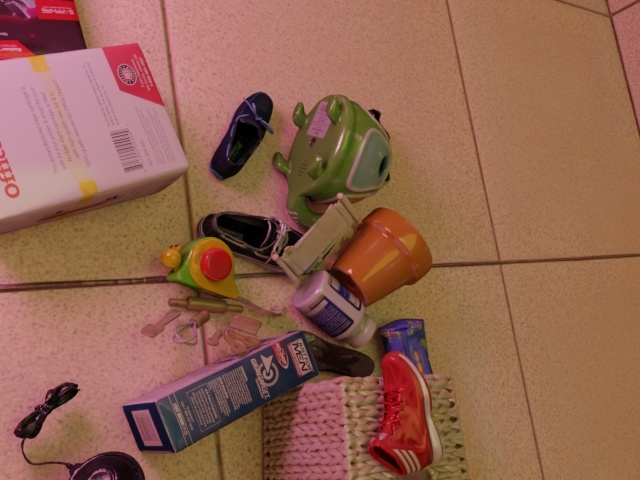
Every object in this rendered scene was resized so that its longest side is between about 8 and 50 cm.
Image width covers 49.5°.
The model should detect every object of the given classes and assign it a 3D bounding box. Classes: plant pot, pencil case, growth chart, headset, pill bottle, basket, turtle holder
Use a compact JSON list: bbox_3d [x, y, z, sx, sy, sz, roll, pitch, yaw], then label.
[{"bbox_3d":[0.133,0.055,1.686,0.188,0.205,0.205,-39,101,-21],"label":"plant pot"},{"bbox_3d":[0.232,0.342,1.702,0.119,0.133,0.306,-14,83,-5],"label":"pencil case"},{"bbox_3d":[0.000,0.000,1.586,0.237,0.021,0.172,-45,149,-12],"label":"growth chart"},{"bbox_3d":[-0.354,0.424,1.194,0.394,0.243,0.185,38,54,3],"label":"headset"},{"bbox_3d":[0.038,0.165,1.623,0.187,0.112,0.112,42,56,-19],"label":"pill bottle"},{"bbox_3d":[0.085,0.428,1.443,0.328,0.331,0.266,6,71,-34],"label":"basket"},{"bbox_3d":[0.042,-0.174,1.646,0.227,0.243,0.320,22,63,-32],"label":"turtle holder"}]

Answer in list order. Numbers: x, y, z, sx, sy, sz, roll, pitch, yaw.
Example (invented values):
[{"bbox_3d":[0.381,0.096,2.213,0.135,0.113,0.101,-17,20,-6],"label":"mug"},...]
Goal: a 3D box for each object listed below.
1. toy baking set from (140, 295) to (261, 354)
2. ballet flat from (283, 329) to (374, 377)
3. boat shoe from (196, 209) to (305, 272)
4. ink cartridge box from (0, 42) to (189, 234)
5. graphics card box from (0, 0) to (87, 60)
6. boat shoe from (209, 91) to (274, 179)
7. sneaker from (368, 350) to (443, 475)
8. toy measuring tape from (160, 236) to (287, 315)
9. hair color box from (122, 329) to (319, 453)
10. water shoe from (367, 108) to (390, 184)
[{"bbox_3d":[-0.232,0.163,1.395,0.256,0.197,0.030,11,107,-21],"label":"toy baking set"},{"bbox_3d":[0.012,0.266,1.617,0.250,0.058,0.084,19,88,-25],"label":"ballet flat"},{"bbox_3d":[-0.120,-0.006,1.563,0.306,0.105,0.113,21,65,-30],"label":"boat shoe"},{"bbox_3d":[-0.489,-0.194,1.315,0.385,0.160,0.279,-21,89,-38],"label":"ink cartridge box"},{"bbox_3d":[-0.616,-0.503,1.359,0.233,0.094,0.371,-11,82,-37],"label":"graphics card box"},{"bbox_3d":[-0.161,-0.246,1.615,0.109,0.089,0.258,32,60,-25],"label":"boat shoe"},{"bbox_3d":[0.139,0.320,1.272,0.128,0.087,0.221,-12,75,-40],"label":"sneaker"},{"bbox_3d":[-0.194,0.070,1.490,0.330,0.121,0.121,24,63,-38],"label":"toy measuring tape"},{"bbox_3d":[-0.191,0.296,1.377,0.347,0.174,0.105,-22,90,-38],"label":"hair color box"},{"bbox_3d":[0.148,-0.248,1.846,0.073,0.080,0.203,-17,87,-38],"label":"water shoe"}]
